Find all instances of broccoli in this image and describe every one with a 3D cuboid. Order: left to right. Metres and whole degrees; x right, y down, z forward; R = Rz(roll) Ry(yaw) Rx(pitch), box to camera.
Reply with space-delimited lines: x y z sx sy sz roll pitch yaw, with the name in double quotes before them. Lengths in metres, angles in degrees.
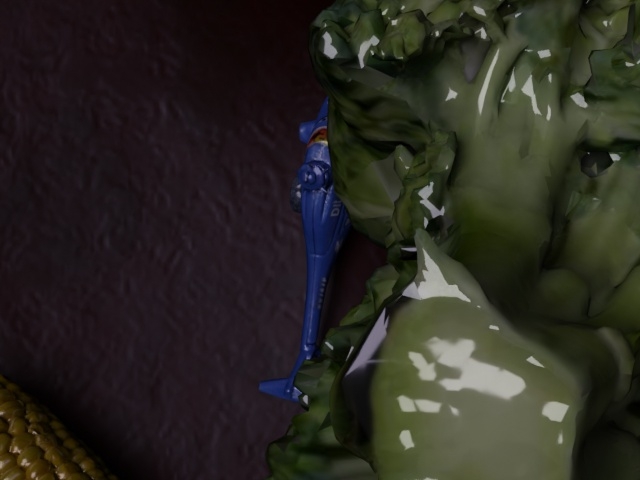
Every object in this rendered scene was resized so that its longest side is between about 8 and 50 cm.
"broccoli" 0.109 0.060 0.749 0.277 0.317 0.338 8 124 13

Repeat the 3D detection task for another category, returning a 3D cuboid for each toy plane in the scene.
"toy plane" 0.000 0.000 0.902 0.054 0.062 0.167 12 100 22

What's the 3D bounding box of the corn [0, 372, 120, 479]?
"corn" -0.121 0.173 0.910 0.293 0.106 0.106 38 99 20
